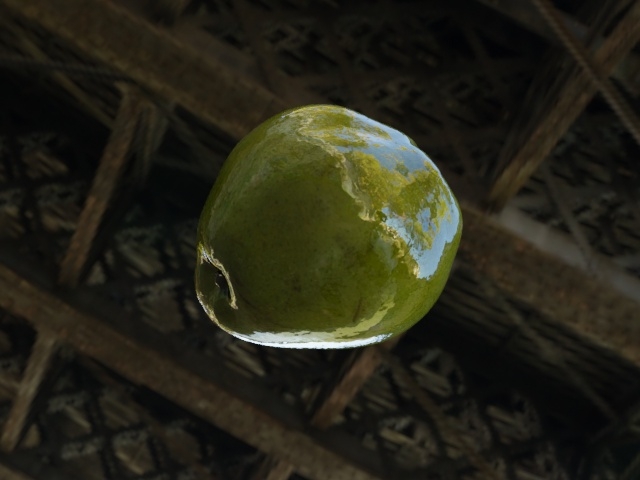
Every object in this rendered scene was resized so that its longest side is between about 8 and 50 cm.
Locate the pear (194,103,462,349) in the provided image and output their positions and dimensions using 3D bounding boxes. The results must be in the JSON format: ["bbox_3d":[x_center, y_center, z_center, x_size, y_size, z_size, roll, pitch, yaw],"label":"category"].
[{"bbox_3d":[0.000,0.000,0.467,0.092,0.097,0.092,49,2,-2],"label":"pear"}]
